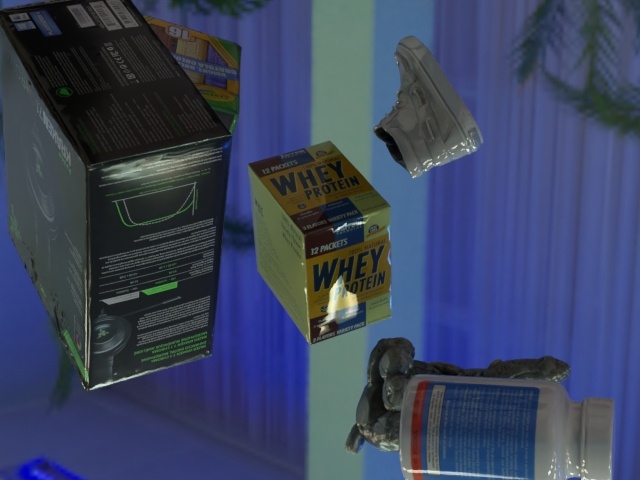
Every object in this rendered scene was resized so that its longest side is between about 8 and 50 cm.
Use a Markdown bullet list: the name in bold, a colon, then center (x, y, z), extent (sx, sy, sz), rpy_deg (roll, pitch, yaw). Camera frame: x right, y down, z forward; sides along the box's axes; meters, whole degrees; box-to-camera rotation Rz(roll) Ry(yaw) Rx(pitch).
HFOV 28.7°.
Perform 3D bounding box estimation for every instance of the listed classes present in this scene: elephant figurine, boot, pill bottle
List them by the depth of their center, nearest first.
- **pill bottle**: center (0.204, 0.211, 1.353), extent (0.221, 0.124, 0.124), rpy_deg (1, -166, 16)
- **elephant figurine**: center (0.182, 0.222, 1.671), extent (0.239, 0.170, 0.186), rpy_deg (8, 179, -19)
- **boot**: center (0.125, -0.192, 1.777), extent (0.123, 0.095, 0.258), rpy_deg (-27, -139, 1)

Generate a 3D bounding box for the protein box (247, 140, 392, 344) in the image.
- **protein box**: center (0.000, 0.000, 1.811), extent (0.135, 0.201, 0.200), rpy_deg (-18, -140, -18)

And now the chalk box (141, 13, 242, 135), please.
- **chalk box**: center (-0.209, -0.142, 1.586), extent (0.179, 0.180, 0.289), rpy_deg (15, -152, -11)

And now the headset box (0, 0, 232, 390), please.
- **headset box**: center (-0.197, -0.041, 1.153), extent (0.131, 0.283, 0.246), rpy_deg (-15, -133, -25)
